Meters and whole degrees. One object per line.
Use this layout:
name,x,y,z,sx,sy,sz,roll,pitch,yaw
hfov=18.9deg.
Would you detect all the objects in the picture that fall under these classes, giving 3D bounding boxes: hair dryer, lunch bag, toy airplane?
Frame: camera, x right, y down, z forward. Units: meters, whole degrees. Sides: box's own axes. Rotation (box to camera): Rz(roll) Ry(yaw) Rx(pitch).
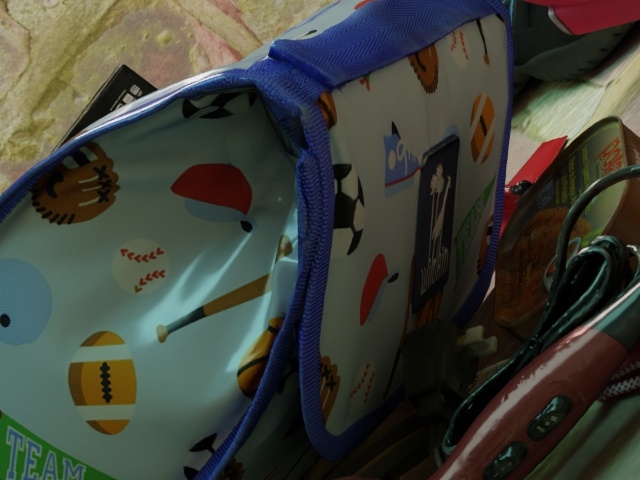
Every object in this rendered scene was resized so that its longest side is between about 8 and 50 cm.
hair dryer,0.056,0.098,0.842,0.223,0.080,0.293,-46,18,49
lunch bag,-0.053,0.028,1.098,0.385,0.239,0.328,-53,-8,26
toy airplane,0.107,-0.016,1.277,0.151,0.028,0.151,-49,8,9

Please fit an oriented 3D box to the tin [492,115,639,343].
tin,0.141,-0.004,1.039,0.106,0.040,0.190,-52,8,22

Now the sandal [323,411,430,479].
sandal,0.001,0.162,0.969,0.219,0.060,0.090,-40,-4,-46

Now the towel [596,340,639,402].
towel,0.221,-0.057,0.859,0.275,0.031,0.199,-56,9,-26

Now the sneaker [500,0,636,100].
sneaker,0.148,-0.189,1.403,0.125,0.139,0.341,-53,10,-27

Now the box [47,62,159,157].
box,-0.168,0.005,1.855,0.079,0.257,0.322,-44,13,41

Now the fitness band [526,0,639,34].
fitness band,0.228,-0.231,1.190,0.291,0.054,0.209,-11,45,49
